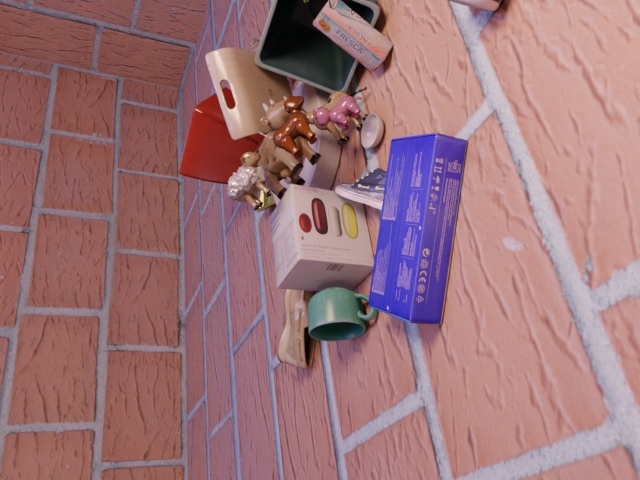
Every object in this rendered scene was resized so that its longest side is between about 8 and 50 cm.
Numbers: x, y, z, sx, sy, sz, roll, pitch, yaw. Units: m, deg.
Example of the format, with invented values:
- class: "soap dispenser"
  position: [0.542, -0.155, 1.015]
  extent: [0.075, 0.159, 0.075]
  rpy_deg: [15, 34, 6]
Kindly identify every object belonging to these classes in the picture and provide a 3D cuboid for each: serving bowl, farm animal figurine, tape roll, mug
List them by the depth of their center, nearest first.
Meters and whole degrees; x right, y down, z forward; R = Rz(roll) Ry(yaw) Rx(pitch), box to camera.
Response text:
- class: "mug"
  position: [0.048, 0.165, 1.360]
  extent: [0.129, 0.157, 0.097]
  rpy_deg: [89, 177, -61]
- class: "serving bowl"
  position: [0.127, -0.257, 1.389]
  extent: [0.083, 0.027, 0.083]
  rpy_deg: [-173, 90, -67]
- class: "farm animal figurine"
  position: [-0.066, -0.250, 1.397]
  extent: [0.172, 0.330, 0.327]
  rpy_deg: [46, 121, 9]
- class: "tape roll"
  position: [-0.050, -0.263, 1.735]
  extent: [0.392, 0.072, 0.392]
  rpy_deg: [-174, 90, -66]

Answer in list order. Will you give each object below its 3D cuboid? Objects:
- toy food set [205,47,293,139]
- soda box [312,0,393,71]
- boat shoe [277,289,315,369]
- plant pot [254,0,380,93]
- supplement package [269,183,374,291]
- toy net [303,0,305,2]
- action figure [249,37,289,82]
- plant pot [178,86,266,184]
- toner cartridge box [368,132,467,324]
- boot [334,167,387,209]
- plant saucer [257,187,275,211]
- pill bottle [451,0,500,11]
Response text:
- class: "toy food set"
  position: [-0.165, -0.367, 1.539]
  extent: [0.092, 0.306, 0.220]
  rpy_deg: [-18, 90, 30]
- class: "soda box"
  position: [0.077, -0.479, 1.366]
  extent: [0.063, 0.183, 0.058]
  rpy_deg: [-61, 16, -24]
- class: "boat shoe"
  position: [-0.038, 0.196, 1.576]
  extent: [0.098, 0.109, 0.302]
  rpy_deg: [15, 100, 26]
- class: "plant pot"
  position: [-0.004, -0.571, 1.524]
  extent: [0.252, 0.247, 0.248]
  rpy_deg: [-83, 15, -51]
- class: "supplement package"
  position: [0.000, 0.000, 1.402]
  extent: [0.149, 0.194, 0.203]
  rpy_deg: [128, 141, -50]
- class: "toy net"
  position: [-0.109, -0.760, 2.037]
  extent: [0.232, 0.045, 0.122]
  rpy_deg: [-171, 79, -68]
- class: "action figure"
  position: [-0.155, -0.613, 1.908]
  extent: [0.164, 0.141, 0.276]
  rpy_deg: [43, 121, 47]
- class: "plant pot"
  position: [-0.312, -0.345, 2.078]
  extent: [0.267, 0.235, 0.267]
  rpy_deg: [-62, -5, -57]
- class: "toner cartridge box"
  position: [0.184, -0.025, 1.143]
  extent: [0.165, 0.075, 0.348]
  rpy_deg: [-166, 84, -67]
- class: "boot"
  position: [0.112, -0.124, 1.329]
  extent: [0.190, 0.069, 0.086]
  rpy_deg: [24, 100, 46]
- class: "plant saucer"
  position: [-0.158, -0.199, 1.994]
  extent: [0.188, 0.045, 0.188]
  rpy_deg: [163, 112, -64]
- class: "pill bottle"
  position: [0.282, -0.511, 0.995]
  extent: [0.117, 0.117, 0.215]
  rpy_deg: [-125, 47, -56]
